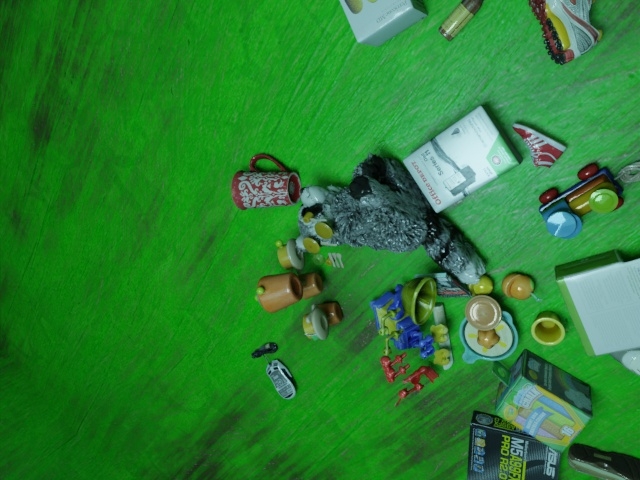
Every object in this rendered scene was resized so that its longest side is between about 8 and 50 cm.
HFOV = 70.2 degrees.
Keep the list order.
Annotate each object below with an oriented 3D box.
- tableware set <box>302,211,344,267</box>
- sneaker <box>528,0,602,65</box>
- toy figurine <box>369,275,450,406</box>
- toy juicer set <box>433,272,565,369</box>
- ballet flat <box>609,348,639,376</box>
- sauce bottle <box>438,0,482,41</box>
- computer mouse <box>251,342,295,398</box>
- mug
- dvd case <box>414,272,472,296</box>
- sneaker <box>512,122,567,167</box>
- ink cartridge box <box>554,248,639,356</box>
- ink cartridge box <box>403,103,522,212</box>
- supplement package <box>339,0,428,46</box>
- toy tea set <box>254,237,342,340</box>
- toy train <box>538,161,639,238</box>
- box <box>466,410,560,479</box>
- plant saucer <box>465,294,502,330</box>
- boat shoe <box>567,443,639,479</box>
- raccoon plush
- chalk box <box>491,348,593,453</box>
[{"bbox_3d":[0.000,0.000,1.075,0.104,0.024,0.154,4,131,35],"label":"tableware set"},{"bbox_3d":[0.461,-0.458,0.869,0.092,0.088,0.225,-22,96,11],"label":"sneaker"},{"bbox_3d":[0.174,0.206,1.146,0.217,0.191,0.363,40,155,47],"label":"toy figurine"},{"bbox_3d":[0.389,0.196,1.107,0.329,0.089,0.209,-30,92,32],"label":"toy juicer set"},{"bbox_3d":[0.720,0.277,0.974,0.213,0.068,0.072,32,118,15],"label":"ballet flat"},{"bbox_3d":[0.306,-0.482,0.954,0.042,0.042,0.128,50,120,5],"label":"sauce bottle"},{"bbox_3d":[-0.141,0.427,1.487,0.106,0.042,0.193,-37,82,27],"label":"computer mouse"},{"bbox_3d":[-0.149,-0.158,1.258,0.169,0.113,0.150,2,109,23],"label":"mug"},{"bbox_3d":[0.292,0.108,1.079,0.119,0.013,0.087,32,154,-35],"label":"dvd case"},{"bbox_3d":[0.452,-0.199,0.970,0.118,0.042,0.067,33,115,12],"label":"sneaker"},{"bbox_3d":[0.652,0.113,0.940,0.255,0.097,0.189,-22,95,29],"label":"ink cartridge box"},{"bbox_3d":[0.314,-0.180,1.022,0.208,0.087,0.153,-34,89,32],"label":"ink cartridge box"},{"bbox_3d":[0.109,-0.565,0.973,0.139,0.134,0.244,-23,95,32],"label":"supplement package"},{"bbox_3d":[-0.064,0.165,1.227,0.124,0.200,0.336,-18,124,22],"label":"toy tea set"},{"bbox_3d":[0.556,-0.095,0.891,0.248,0.143,0.105,-38,88,32],"label":"toy train"},{"bbox_3d":[0.502,0.601,1.199,0.216,0.060,0.270,6,109,26],"label":"box"},{"bbox_3d":[0.380,0.169,1.065,0.083,0.013,0.084,-1,89,33],"label":"plant saucer"},{"bbox_3d":[0.697,0.550,1.086,0.189,0.068,0.072,10,124,35],"label":"boat shoe"},{"bbox_3d":[0.132,0.010,1.115,0.446,0.216,0.299,51,129,7],"label":"raccoon plush"},{"bbox_3d":[0.502,0.364,1.079,0.213,0.132,0.132,29,117,17],"label":"chalk box"}]
